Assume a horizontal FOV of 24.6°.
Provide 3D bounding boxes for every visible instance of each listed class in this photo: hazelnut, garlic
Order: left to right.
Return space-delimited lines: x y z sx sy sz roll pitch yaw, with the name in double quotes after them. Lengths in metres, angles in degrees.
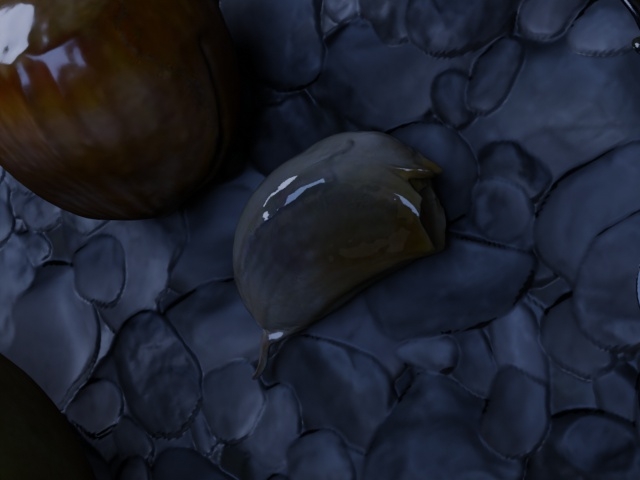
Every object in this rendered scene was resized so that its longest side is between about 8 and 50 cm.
-0.115 -0.085 0.790 0.150 0.150 0.150 -4 82 31 "hazelnut"
-0.004 -0.002 0.739 0.152 0.066 0.084 -33 70 22 "garlic"

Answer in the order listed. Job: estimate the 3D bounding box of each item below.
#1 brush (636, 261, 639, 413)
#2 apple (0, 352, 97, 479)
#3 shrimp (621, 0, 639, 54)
0.154 0.040 0.672 0.024 0.008 0.083 6 87 28 "brush"
-0.272 0.196 0.739 0.339 0.305 0.338 -4 83 30 "apple"
0.208 -0.079 0.600 0.219 0.046 0.152 46 142 31 "shrimp"
